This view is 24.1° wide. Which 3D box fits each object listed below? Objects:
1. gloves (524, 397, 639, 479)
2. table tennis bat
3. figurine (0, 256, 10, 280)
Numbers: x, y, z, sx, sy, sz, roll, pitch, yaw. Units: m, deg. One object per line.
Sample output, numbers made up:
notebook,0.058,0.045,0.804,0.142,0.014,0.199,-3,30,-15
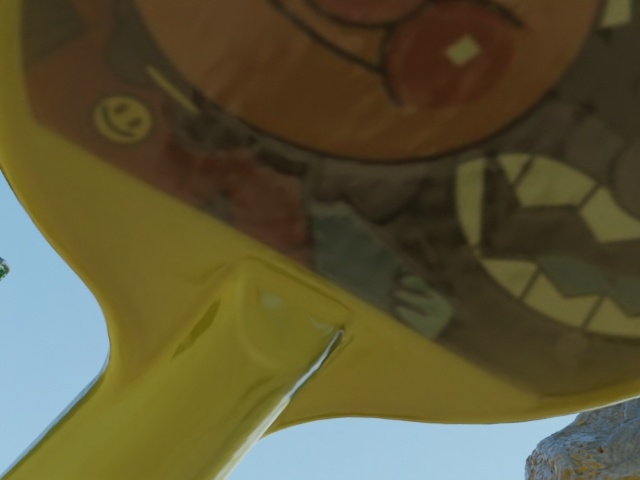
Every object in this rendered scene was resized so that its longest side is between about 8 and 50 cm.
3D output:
gloves,0.212,0.177,0.871,0.203,0.356,0.155,24,-53,6
table tennis bat,0.000,0.000,0.362,0.224,0.054,0.368,28,-55,-22
figurine,-0.184,-0.030,0.536,0.126,0.192,0.147,11,-31,12
